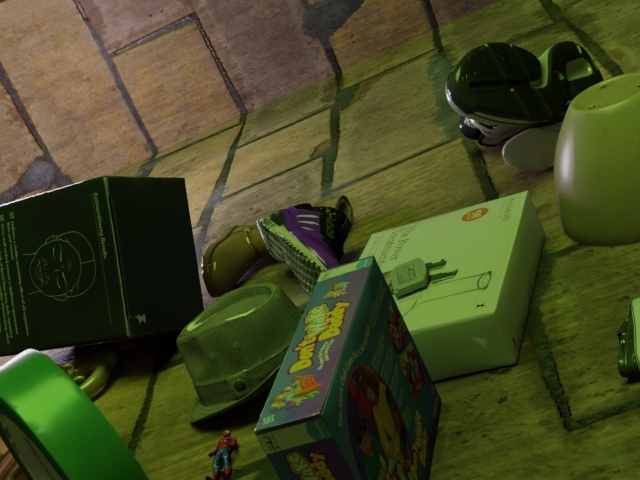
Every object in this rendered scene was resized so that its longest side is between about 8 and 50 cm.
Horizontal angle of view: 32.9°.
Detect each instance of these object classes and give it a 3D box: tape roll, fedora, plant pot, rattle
[{"bbox_3d":[-0.305,0.286,1.356,0.077,0.321,0.321,-36,22,-25],"label":"tape roll"},{"bbox_3d":[-0.130,0.156,1.694,0.275,0.124,0.243,-26,16,32],"label":"fedora"},{"bbox_3d":[0.479,-0.146,1.672,0.284,0.191,0.284,-23,20,9],"label":"plant pot"},{"bbox_3d":[-0.449,0.211,2.016,0.130,0.143,0.199,-31,15,52],"label":"rattle"}]

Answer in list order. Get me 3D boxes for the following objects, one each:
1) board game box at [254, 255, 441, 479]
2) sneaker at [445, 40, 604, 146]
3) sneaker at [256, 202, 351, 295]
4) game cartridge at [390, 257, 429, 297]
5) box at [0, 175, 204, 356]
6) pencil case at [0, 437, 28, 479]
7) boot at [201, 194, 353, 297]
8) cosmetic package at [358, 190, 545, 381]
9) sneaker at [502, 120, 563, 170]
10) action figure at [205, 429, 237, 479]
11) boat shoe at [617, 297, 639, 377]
[{"bbox_3d":[0.047,0.202,1.264,0.078,0.233,0.347,-18,21,20],"label":"board game box"},{"bbox_3d":[0.338,-0.246,2.078,0.447,0.169,0.257,-14,-17,-46],"label":"sneaker"},{"bbox_3d":[0.000,-0.001,1.984,0.146,0.102,0.293,-26,33,-15],"label":"sneaker"},{"bbox_3d":[0.131,0.053,1.581,0.056,0.017,0.083,-26,20,10],"label":"game cartridge"},{"bbox_3d":[-0.448,0.053,2.085,0.395,0.293,0.212,-11,-4,37],"label":"box"},{"bbox_3d":[-0.546,0.402,1.622,0.160,0.167,0.386,16,31,8],"label":"pencil case"},{"bbox_3d":[-0.086,0.005,2.154,0.270,0.089,0.236,-14,29,21],"label":"boot"},{"bbox_3d":[0.174,0.076,1.637,0.284,0.097,0.377,-14,23,24],"label":"cosmetic package"},{"bbox_3d":[0.442,-0.186,2.019,0.212,0.080,0.094,-17,8,7],"label":"sneaker"},{"bbox_3d":[-0.140,0.305,1.546,0.038,0.030,0.115,-27,17,13],"label":"action figure"},{"bbox_3d":[0.385,0.118,1.332,0.040,0.049,0.142,-18,23,23],"label":"boat shoe"}]
